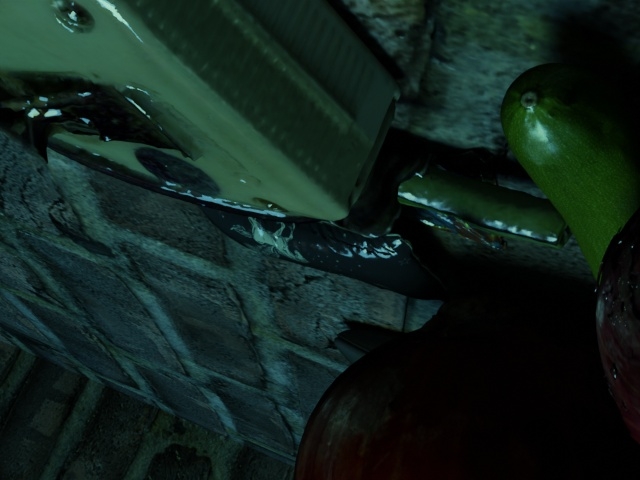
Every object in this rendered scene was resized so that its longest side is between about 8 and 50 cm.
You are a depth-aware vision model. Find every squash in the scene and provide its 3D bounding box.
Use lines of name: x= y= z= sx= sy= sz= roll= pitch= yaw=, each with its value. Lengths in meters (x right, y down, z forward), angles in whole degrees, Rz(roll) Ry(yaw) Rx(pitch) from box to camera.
squash: x=0.161 y=-0.025 z=0.606 sx=0.069 sy=0.069 sz=0.258 roll=12 pitch=162 yaw=34

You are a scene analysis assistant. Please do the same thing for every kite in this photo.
kite: x=0.061 y=-0.036 z=0.804 sx=0.189 sy=0.009 sz=0.232 roll=32 pitch=161 yaw=-24

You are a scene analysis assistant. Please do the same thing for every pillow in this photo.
pillow: x=0.000 y=0.000 z=0.916 sx=0.208 sy=0.055 sz=0.141 roll=15 pitch=167 yaw=28

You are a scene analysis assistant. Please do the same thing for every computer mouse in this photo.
computer mouse: x=0.117 y=0.149 z=1.200 sx=0.232 sy=0.057 sz=0.120 roll=11 pitch=158 yaw=36

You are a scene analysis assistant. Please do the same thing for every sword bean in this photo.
sword bean: x=0.039 y=-0.046 z=0.728 sx=0.269 sy=0.038 sz=0.043 roll=19 pitch=147 yaw=20

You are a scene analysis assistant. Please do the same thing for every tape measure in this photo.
tape measure: x=-0.101 y=-0.097 z=0.647 sx=0.231 sy=0.132 sz=0.271 roll=7 pitch=158 yaw=43

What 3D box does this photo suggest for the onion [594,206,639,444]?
onion: x=0.246 y=0.064 z=0.504 sx=0.252 sy=0.219 sz=0.252 roll=14 pitch=151 yaw=8

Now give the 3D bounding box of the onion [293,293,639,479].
onion: x=0.148 y=0.213 z=0.889 sx=0.341 sy=0.341 sz=0.341 roll=22 pitch=163 yaw=7
